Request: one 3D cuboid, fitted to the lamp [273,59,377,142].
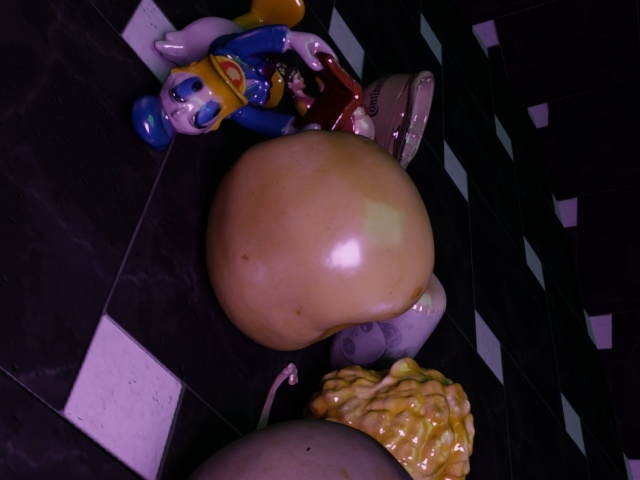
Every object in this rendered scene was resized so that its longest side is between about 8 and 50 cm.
[{"bbox_3d":[0.024,-0.199,1.361,0.253,0.118,0.118,64,25,-8],"label":"lamp"}]

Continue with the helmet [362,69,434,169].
[{"bbox_3d":[0.110,-0.212,1.512,0.257,0.137,0.204,-62,163,-49],"label":"helmet"}]

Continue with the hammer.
[{"bbox_3d":[0.059,0.050,1.186,0.113,0.202,0.305,11,37,-31],"label":"hammer"}]

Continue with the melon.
[{"bbox_3d":[-0.010,0.292,0.701,0.272,0.272,0.308,55,-4,-22],"label":"melon"}]

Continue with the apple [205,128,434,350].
[{"bbox_3d":[0.000,0.000,0.963,0.262,0.262,0.262,44,33,-39],"label":"apple"}]

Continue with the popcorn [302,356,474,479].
[{"bbox_3d":[0.091,0.261,1.003,0.237,0.206,0.251,-104,175,-57],"label":"popcorn"}]

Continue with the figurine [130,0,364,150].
[{"bbox_3d":[-0.096,-0.176,1.023,0.338,0.283,0.204,-40,146,-46],"label":"figurine"}]
